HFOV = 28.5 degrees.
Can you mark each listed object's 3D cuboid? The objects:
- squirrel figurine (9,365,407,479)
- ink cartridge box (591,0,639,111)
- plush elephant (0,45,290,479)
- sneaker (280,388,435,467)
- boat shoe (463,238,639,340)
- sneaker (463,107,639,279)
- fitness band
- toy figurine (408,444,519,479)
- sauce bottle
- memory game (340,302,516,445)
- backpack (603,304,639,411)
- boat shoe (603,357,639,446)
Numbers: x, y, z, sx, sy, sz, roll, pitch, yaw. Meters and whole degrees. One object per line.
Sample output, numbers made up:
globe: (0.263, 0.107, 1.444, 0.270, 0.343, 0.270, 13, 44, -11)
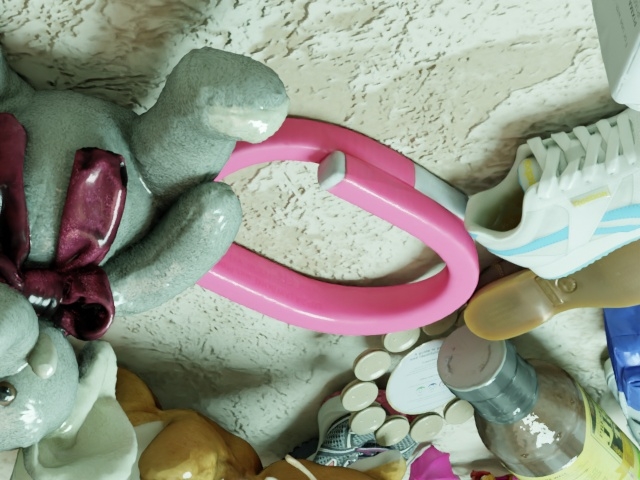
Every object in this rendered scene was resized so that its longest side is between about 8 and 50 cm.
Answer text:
squirrel figurine: (-0.097, 0.273, 1.243, 0.370, 0.281, 0.397, 4, 165, 7)
ink cartridge box: (0.290, -0.207, 0.655, 0.226, 0.131, 0.306, 2, 148, -7)
plush elephant: (-0.204, 0.023, 0.852, 0.272, 0.255, 0.330, 17, 149, -8)
sneaker: (0.041, 0.253, 1.363, 0.121, 0.112, 0.299, 11, 142, -16)
boat shoe: (0.216, 0.021, 1.062, 0.207, 0.073, 0.073, -18, 113, 29)
sneaker: (0.203, -0.047, 0.939, 0.092, 0.087, 0.229, 20, 139, -27)
fitness band: (0.000, 0.000, 1.030, 0.291, 0.054, 0.209, 28, 137, -35)
toy figurine: (0.179, 0.284, 1.448, 0.159, 0.130, 0.173, 8, 168, 8)
sauce bottle: (0.221, 0.186, 1.226, 0.111, 0.111, 0.344, -19, 142, 24)
memory game: (0.104, 0.127, 1.200, 0.186, 0.012, 0.186, -14, 133, -16)
backpack: (0.329, 0.101, 1.160, 0.120, 0.101, 0.098, -11, 152, 8)
boat shoe: (0.357, 0.184, 1.301, 0.079, 0.081, 0.227, -18, 144, 23)
